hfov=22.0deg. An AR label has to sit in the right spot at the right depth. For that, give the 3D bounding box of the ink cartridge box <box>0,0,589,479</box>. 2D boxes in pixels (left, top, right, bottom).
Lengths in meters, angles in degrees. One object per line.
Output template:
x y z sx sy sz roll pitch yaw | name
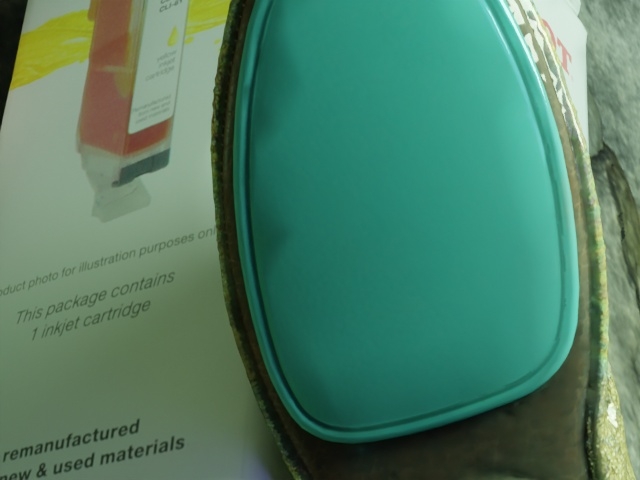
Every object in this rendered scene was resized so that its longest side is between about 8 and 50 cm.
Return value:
0.000 0.000 0.742 0.279 0.160 0.384 41 43 -44 | ink cartridge box

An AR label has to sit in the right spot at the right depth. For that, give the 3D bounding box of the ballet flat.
0.046 0.060 0.535 0.123 0.123 0.348 -17 92 -52 | ballet flat
